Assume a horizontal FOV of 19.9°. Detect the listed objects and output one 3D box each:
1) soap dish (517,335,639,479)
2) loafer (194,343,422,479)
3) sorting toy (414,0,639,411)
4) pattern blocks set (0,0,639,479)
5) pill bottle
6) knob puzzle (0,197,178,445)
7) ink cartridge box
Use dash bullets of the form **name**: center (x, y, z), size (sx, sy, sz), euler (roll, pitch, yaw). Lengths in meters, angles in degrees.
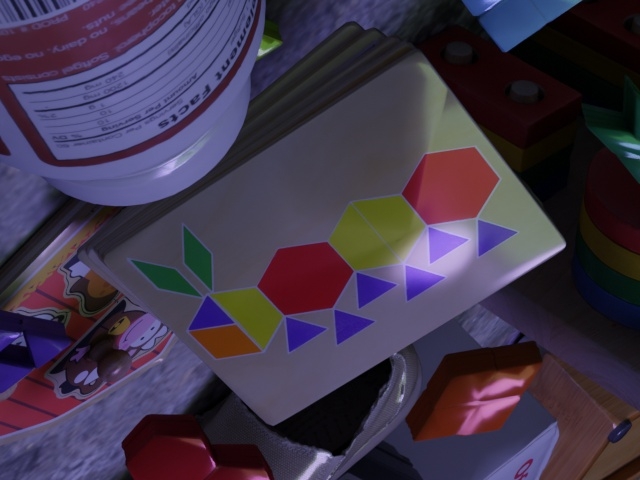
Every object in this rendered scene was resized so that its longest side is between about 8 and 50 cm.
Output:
- **soap dish**: center (0.255, 0.146, 1.646), size (0.291, 0.118, 0.229), euler (-22, 150, -43)
- **loafer**: center (-0.042, 0.137, 1.125), size (0.268, 0.102, 0.092), euler (-47, 160, -19)
- **sorting toy**: center (0.179, -0.051, 0.970), size (0.257, 0.255, 0.089), euler (-29, 139, -34)
- **pattern blocks set**: center (0.000, 0.000, 0.820), size (0.325, 0.026, 0.285), euler (-26, 127, 9)
- **pill bottle**: center (-0.084, -0.093, 0.575), size (0.121, 0.121, 0.216), euler (-41, 159, -9)
- **knob puzzle**: center (-0.109, 0.044, 0.912), size (0.213, 0.030, 0.213), euler (-37, 158, -18)
- **ink cartridge box**: center (0.003, 0.220, 1.307), size (0.307, 0.129, 0.223), euler (-34, 156, -25)
